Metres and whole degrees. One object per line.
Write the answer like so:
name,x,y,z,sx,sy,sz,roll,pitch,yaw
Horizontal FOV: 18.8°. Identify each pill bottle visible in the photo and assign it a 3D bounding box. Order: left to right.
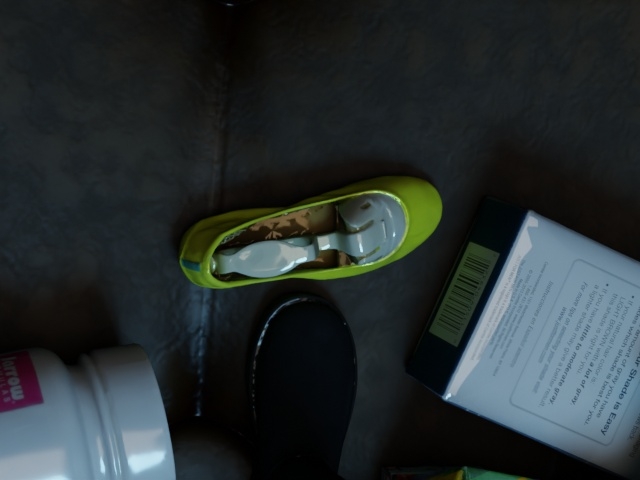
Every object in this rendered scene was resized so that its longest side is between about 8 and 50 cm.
pill bottle,-0.263,0.171,1.478,0.283,0.160,0.160,-11,102,-15

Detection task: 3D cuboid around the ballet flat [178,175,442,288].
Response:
ballet flat,0.000,0.000,1.569,0.231,0.077,0.077,-11,101,-14

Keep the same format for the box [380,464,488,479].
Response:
box,0.095,0.262,1.665,0.094,0.027,0.137,2,98,-19

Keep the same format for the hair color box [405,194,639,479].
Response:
hair color box,0.267,0.111,1.648,0.347,0.105,0.174,25,92,-18

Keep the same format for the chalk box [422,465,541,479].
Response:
chalk box,0.172,0.274,1.586,0.213,0.132,0.132,13,65,-27

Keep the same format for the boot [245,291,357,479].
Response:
boot,0.002,0.177,1.531,0.094,0.207,0.246,6,97,-17
